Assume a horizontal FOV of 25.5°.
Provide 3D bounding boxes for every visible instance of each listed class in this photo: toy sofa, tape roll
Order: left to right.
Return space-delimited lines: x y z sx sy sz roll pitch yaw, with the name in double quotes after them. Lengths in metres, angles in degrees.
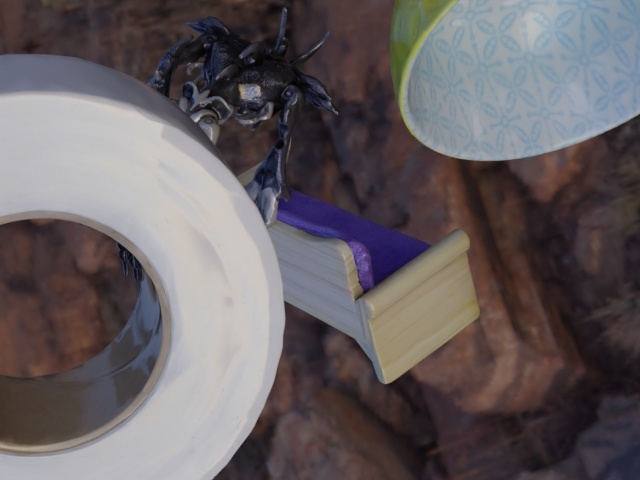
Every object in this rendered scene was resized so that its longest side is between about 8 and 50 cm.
-0.169 0.038 0.832 0.100 0.286 0.286 -126 26 -65 "tape roll"
0.000 0.000 1.610 0.362 0.150 0.177 24 138 48 "toy sofa"

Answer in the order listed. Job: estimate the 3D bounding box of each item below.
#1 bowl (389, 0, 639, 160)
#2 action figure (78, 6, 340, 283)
0.174 -0.210 1.120 0.289 0.289 0.156 107 149 -56 "bowl"
-0.099 -0.087 1.187 0.164 0.275 0.141 36 141 14 "action figure"
